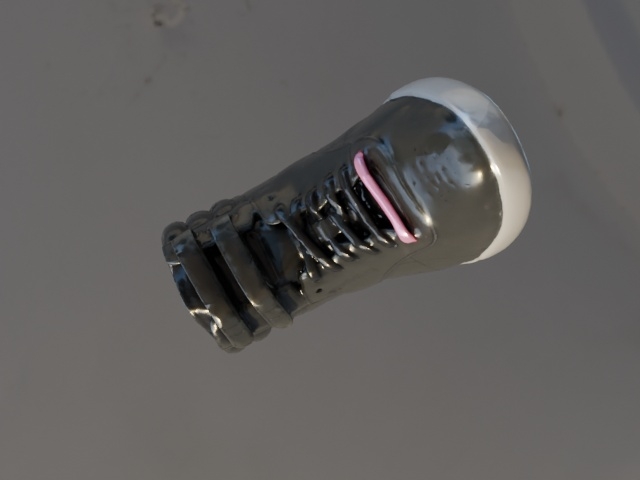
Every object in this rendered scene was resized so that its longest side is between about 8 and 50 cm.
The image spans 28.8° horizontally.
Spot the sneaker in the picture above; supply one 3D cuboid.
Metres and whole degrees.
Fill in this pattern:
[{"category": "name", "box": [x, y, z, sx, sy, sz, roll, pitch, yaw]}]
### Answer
[{"category": "sneaker", "box": [0.000, 0.000, 0.700, 0.147, 0.296, 0.104, -31, -87, -23]}]
